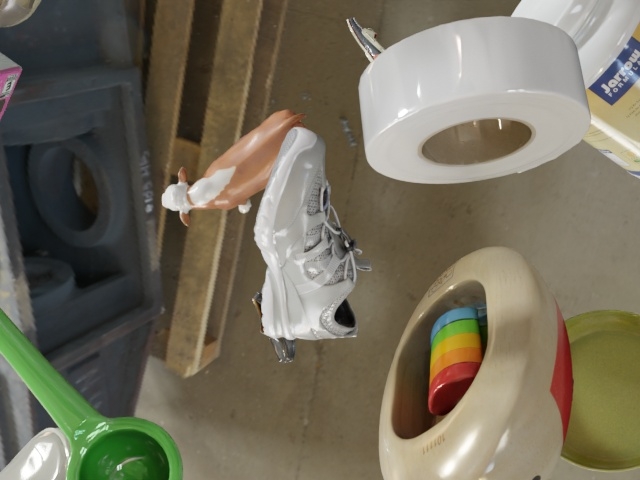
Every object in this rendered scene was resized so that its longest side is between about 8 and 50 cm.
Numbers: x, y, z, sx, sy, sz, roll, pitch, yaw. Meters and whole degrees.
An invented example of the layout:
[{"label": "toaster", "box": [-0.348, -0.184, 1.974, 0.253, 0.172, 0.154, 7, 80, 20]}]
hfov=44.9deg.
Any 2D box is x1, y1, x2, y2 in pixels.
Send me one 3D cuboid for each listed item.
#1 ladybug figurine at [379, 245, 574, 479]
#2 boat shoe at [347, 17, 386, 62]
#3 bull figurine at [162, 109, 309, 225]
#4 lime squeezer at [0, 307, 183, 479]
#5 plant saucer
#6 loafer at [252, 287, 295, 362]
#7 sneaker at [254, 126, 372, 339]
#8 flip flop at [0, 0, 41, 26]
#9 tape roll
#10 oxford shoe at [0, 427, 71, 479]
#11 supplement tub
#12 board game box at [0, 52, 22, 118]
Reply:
[{"label": "ladybug figurine", "box": [0.215, 0.184, 1.030, 0.162, 0.449, 0.305, 35, 125, -12]}, {"label": "boat shoe", "box": [0.100, -0.405, 1.579, 0.043, 0.049, 0.137, -35, 71, 11]}, {"label": "bull figurine", "box": [-0.137, -0.126, 1.408, 0.310, 0.188, 0.101, -32, 82, 13]}, {"label": "lime squeezer", "box": [-0.089, 0.132, 0.419, 0.059, 0.110, 0.310, -35, 114, -2]}, {"label": "plant saucer", "box": [0.416, 0.217, 1.123, 0.241, 0.037, 0.241, -16, 55, 24]}, {"label": "loafer", "box": [-0.098, 0.174, 1.558, 0.062, 0.061, 0.170, -3, 108, 47]}, {"label": "sneaker", "box": [0.000, 0.000, 0.812, 0.115, 0.105, 0.281, 9, 138, 8]}, {"label": "flip flop", "box": [-0.090, -0.219, 0.326, 0.112, 0.080, 0.277, 14, 87, 40]}, {"label": "tape roll", "box": [0.194, -0.167, 0.994, 0.286, 0.286, 0.100, -16, 70, 30]}, {"label": "oxford shoe", "box": [-0.407, 0.378, 0.806, 0.449, 0.130, 0.169, -48, 43, 3]}, {"label": "supplement tub", "box": [0.446, -0.258, 1.162, 0.316, 0.228, 0.228, 30, 121, -15]}, {"label": "board game box", "box": [-0.550, -0.115, 1.040, 0.097, 0.224, 0.303, 36, 114, -1]}]
